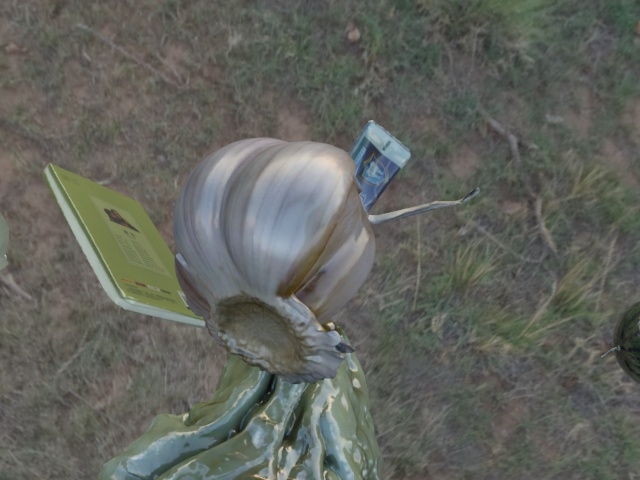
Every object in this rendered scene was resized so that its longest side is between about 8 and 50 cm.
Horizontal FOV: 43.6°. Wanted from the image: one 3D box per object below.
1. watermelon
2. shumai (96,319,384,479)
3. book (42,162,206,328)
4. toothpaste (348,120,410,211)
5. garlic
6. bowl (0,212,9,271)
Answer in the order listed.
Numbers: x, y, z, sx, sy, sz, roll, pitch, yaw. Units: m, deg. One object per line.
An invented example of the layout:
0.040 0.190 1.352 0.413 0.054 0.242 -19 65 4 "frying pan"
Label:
0.368 0.116 0.885 0.133 0.105 0.105 -7 69 -11 "watermelon"
-0.020 0.194 0.785 0.304 0.309 0.263 11 74 30 "shumai"
-0.334 0.014 1.408 0.035 0.239 0.352 -48 55 12 "book"
0.000 0.000 1.223 0.098 0.061 0.392 35 90 -33 "toothpaste"
0.006 0.020 0.659 0.256 0.207 0.207 5 67 -11 "garlic"
-0.468 0.027 0.987 0.211 0.211 0.112 -45 104 -22 "bowl"
